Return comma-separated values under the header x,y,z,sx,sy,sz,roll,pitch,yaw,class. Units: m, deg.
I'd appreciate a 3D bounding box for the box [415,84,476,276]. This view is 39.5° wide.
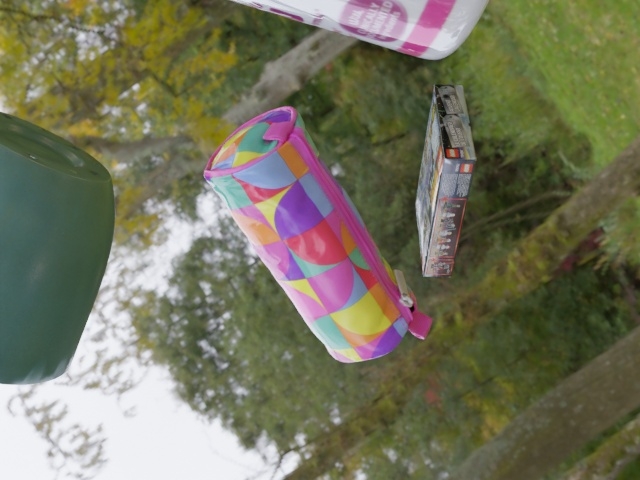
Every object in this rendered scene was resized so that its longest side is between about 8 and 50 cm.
x,y,z,sx,sy,sz,roll,pitch,yaw,class
0.102,-0.048,0.748,0.137,0.027,0.094,93,177,-46,box

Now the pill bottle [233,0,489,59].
x,y,z,sx,sy,sz,roll,pitch,yaw,class
-0.041,-0.211,0.477,0.283,0.160,0.160,16,-161,-7,pill bottle

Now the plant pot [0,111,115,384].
x,y,z,sx,sy,sz,roll,pitch,yaw,class
-0.374,-0.012,1.030,0.293,0.235,0.293,28,-170,-6,plant pot

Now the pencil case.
x,y,z,sx,sy,sz,roll,pitch,yaw,class
0.000,0.000,0.773,0.236,0.104,0.104,53,-169,-26,pencil case
